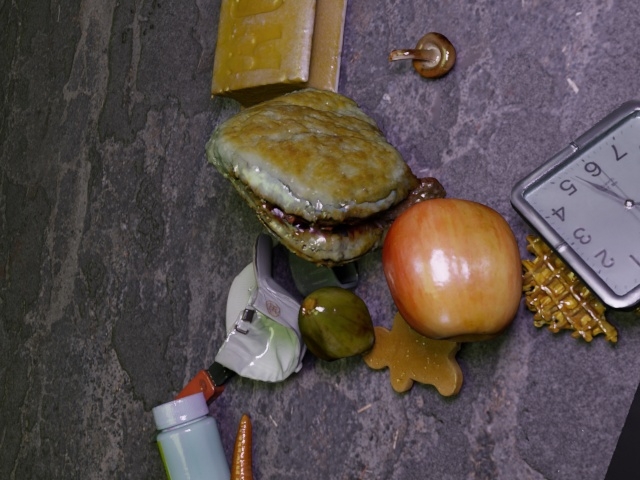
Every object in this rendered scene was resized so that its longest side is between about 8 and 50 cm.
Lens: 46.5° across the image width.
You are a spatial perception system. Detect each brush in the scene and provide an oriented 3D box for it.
[{"bbox_3d":[-0.315,0.393,1.804,0.323,0.051,0.070,-44,65,23],"label":"brush"}]

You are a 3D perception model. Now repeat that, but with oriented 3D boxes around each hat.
[{"bbox_3d":[-0.108,0.141,1.623,0.258,0.168,0.301,128,151,-47],"label":"hat"}]

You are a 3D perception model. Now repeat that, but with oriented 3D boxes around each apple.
[{"bbox_3d":[0.223,0.061,1.261,0.242,0.242,0.241,-27,55,35],"label":"apple"}]

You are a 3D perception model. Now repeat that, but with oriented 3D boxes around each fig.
[{"bbox_3d":[0.023,0.158,1.449,0.144,0.166,0.154,-30,38,11],"label":"fig"}]

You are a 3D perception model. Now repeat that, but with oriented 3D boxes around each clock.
[{"bbox_3d":[0.473,-0.059,1.146,0.273,0.049,0.279,-36,57,3],"label":"clock"}]

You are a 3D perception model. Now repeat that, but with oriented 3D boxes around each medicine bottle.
[{"bbox_3d":[-0.292,0.470,1.688,0.139,0.139,0.225,-23,82,36],"label":"medicine bottle"}]

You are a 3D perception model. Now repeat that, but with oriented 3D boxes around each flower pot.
[{"bbox_3d":[0.000,0.000,1.554,0.108,0.103,0.229,-17,74,38],"label":"flower pot"}]

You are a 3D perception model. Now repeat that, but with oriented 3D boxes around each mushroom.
[{"bbox_3d":[0.198,-0.360,1.450,0.129,0.073,0.088,3,101,7],"label":"mushroom"}]

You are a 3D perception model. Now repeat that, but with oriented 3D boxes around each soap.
[{"bbox_3d":[-0.090,-0.473,1.667,0.293,0.156,0.335,4,85,42],"label":"soap"}]

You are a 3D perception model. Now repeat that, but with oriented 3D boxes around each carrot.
[{"bbox_3d":[-0.170,0.525,1.654,0.066,0.062,0.271,-36,60,46],"label":"carrot"}]

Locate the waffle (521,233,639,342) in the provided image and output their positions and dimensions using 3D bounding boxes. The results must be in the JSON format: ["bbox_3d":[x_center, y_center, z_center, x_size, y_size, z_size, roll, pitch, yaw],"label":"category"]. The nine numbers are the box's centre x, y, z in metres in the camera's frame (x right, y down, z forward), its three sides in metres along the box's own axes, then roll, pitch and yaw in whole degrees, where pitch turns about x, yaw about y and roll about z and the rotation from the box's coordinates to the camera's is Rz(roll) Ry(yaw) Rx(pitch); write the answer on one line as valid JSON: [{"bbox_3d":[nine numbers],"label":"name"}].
[{"bbox_3d":[0.435,0.048,1.214,0.231,0.051,0.229,6,88,41],"label":"waffle"}]

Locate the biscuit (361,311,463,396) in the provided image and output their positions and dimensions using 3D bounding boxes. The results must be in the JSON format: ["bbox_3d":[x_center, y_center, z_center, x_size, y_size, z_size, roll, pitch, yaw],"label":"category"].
[{"bbox_3d":[0.173,0.212,1.418,0.240,0.035,0.158,2,84,47],"label":"biscuit"}]

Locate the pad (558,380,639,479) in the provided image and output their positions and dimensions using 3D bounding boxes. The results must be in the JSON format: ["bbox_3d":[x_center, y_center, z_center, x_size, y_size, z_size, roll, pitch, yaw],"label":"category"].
[{"bbox_3d":[0.532,0.350,1.109,0.315,0.063,0.375,27,112,38],"label":"pad"}]

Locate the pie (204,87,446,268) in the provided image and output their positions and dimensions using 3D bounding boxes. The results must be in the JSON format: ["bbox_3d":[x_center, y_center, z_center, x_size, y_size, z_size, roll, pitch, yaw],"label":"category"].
[{"bbox_3d":[-0.018,-0.142,1.422,0.418,0.395,0.180,48,135,29],"label":"pie"}]
